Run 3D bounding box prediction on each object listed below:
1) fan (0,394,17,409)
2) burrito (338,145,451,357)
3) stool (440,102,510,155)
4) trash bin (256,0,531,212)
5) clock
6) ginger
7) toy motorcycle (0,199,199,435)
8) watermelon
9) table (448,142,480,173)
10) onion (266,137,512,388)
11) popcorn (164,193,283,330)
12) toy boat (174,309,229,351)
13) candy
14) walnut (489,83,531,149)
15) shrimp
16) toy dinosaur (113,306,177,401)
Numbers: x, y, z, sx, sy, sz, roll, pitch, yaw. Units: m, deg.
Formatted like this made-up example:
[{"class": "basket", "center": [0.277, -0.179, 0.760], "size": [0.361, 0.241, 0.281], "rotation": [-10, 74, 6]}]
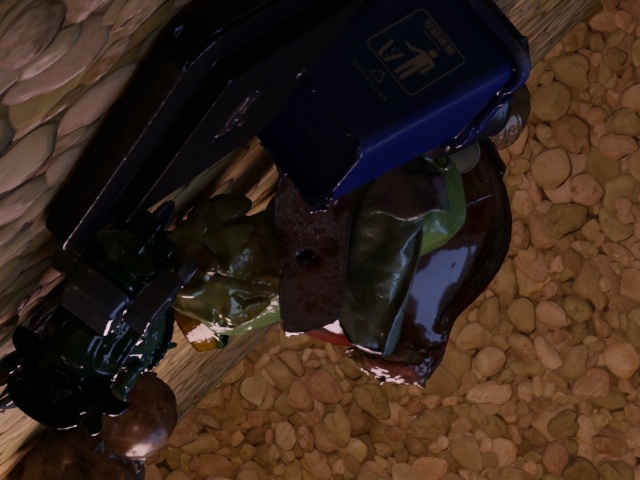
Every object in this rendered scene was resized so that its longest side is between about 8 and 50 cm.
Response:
[{"class": "fan", "center": [-0.251, 0.118, 1.655], "size": [0.057, 0.023, 0.282], "rotation": [-8, 161, -43]}, {"class": "burrito", "center": [0.072, 0.000, 1.652], "size": [0.144, 0.089, 0.229], "rotation": [-88, -171, -55]}, {"class": "stool", "center": [0.106, -0.181, 1.684], "size": [0.139, 0.153, 0.228], "rotation": [-25, 127, -17]}, {"class": "trash bin", "center": [0.056, -0.137, 1.477], "size": [0.234, 0.162, 0.184], "rotation": [-34, 170, -35]}, {"class": "clock", "center": [-0.067, -0.118, 1.217], "size": [0.273, 0.049, 0.279], "rotation": [-39, 174, -44]}, {"class": "ginger", "center": [-0.344, 0.348, 2.308], "size": [0.375, 0.176, 0.256], "rotation": [-49, -171, 48]}, {"class": "toy motorcycle", "center": [-0.192, 0.066, 1.389], "size": [0.187, 0.125, 0.274], "rotation": [-54, 177, -26]}, {"class": "watermelon", "center": [-0.006, -0.020, 1.651], "size": [0.094, 0.241, 0.154], "rotation": [1, 177, 1]}, {"class": "table", "center": [0.149, -0.181, 1.907], "size": [0.166, 0.166, 0.198], "rotation": [-47, -178, 35]}, {"class": "onion", "center": [0.082, -0.012, 2.074], "size": [0.353, 0.353, 0.353], "rotation": [-43, 175, -4]}, {"class": "popcorn", "center": [-0.103, 0.025, 1.671], "size": [0.141, 0.135, 0.162], "rotation": [-27, -172, 9]}, {"class": "toy boat", "center": [-0.151, 0.106, 2.240], "size": [0.088, 0.089, 0.229], "rotation": [-29, 171, -2]}, {"class": "candy", "center": [0.000, 0.000, 1.835], "size": [0.343, 0.132, 0.142], "rotation": [-25, 156, 22]}, {"class": "walnut", "center": [0.220, -0.191, 2.345], "size": [0.155, 0.155, 0.184], "rotation": [-42, -177, -22]}, {"class": "shrimp", "center": [-0.245, 0.081, 1.510], "size": [0.162, 0.045, 0.095], "rotation": [-39, 174, -23]}, {"class": "toy dinosaur", "center": [-0.216, 0.094, 1.704], "size": [0.120, 0.079, 0.292], "rotation": [-49, 163, -4]}]
